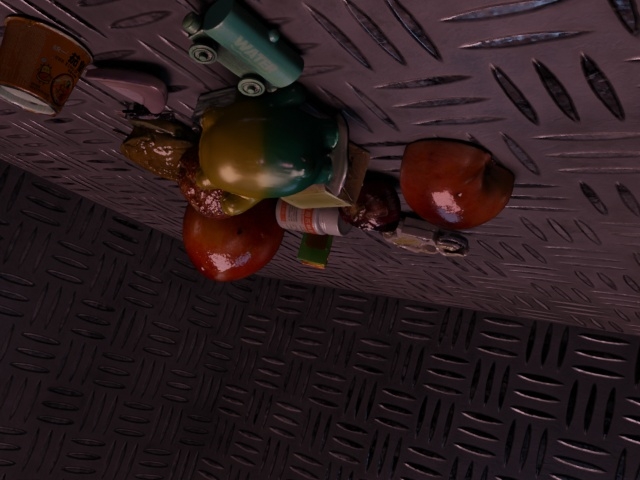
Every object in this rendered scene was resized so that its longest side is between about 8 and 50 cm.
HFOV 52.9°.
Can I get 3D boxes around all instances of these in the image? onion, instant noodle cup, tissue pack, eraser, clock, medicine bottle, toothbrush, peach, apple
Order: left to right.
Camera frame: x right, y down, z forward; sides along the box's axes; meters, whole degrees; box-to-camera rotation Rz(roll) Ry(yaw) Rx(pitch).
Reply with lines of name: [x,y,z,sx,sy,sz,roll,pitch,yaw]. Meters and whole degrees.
instant noodle cup: [-0.696,-0.418,1.582,0.216,0.172,0.216,17,169,3]
eraser: [-0.460,-0.394,1.641,0.204,0.059,0.243,27,167,-39]
toothbrush: [-0.327,-0.294,1.979,0.031,0.030,0.297,4,165,15]
peach: [-0.315,-0.035,2.316,0.389,0.388,0.388,16,168,4]
tissue pack: [-0.180,-0.293,1.670,0.185,0.081,0.257,2,161,47]
medicine bottle: [-0.017,-0.093,2.206,0.252,0.144,0.144,8,165,27]
clock: [0.000,0.000,2.408,0.106,0.219,0.255,14,168,6]
tissue pack: [0.006,-0.177,1.754,0.125,0.159,0.234,25,165,-34]
onion: [0.165,-0.118,1.905,0.195,0.139,0.218,16,-156,35]
apple: [0.330,-0.116,1.599,0.293,0.163,0.251,22,168,-32]

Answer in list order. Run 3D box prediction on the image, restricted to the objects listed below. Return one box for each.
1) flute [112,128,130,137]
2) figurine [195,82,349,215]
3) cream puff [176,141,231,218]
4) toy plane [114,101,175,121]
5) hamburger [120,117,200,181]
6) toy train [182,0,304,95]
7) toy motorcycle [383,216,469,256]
flute: [-0.583,-0.325,2.216,0.270,0.014,0.014,21,167,-22]
figurine: [-0.116,-0.206,1.493,0.340,0.323,0.231,-1,-152,-16]
cream puff: [-0.328,-0.175,1.889,0.164,0.239,0.240,-27,-173,-25]
toy plane: [-0.519,-0.369,1.856,0.197,0.053,0.078,5,173,27]
hamburger: [-0.480,-0.276,2.022,0.266,0.134,0.285,9,168,40]
toy train: [-0.144,-0.377,1.262,0.159,0.101,0.248,-13,152,35]
toy motorcycle: [0.333,-0.013,2.173,0.341,0.107,0.223,14,167,18]
